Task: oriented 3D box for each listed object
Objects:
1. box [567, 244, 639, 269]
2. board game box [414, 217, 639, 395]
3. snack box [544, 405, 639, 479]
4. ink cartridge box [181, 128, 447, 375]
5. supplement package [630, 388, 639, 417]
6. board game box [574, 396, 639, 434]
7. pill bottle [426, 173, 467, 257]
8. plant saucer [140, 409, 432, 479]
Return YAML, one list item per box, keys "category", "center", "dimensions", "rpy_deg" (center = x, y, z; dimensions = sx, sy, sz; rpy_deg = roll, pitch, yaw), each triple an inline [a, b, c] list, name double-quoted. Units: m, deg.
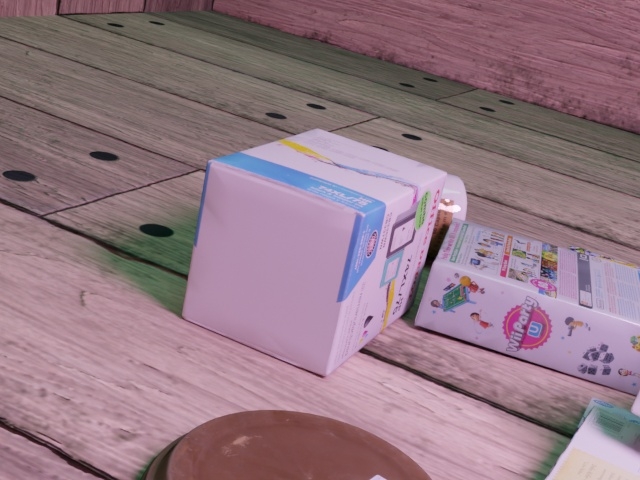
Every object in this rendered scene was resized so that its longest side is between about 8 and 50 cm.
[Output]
- category: "box"
  center: [0.450, 0.063, 1.489]
  dimensions: [0.169, 0.054, 0.059]
  rpy_deg: [18, 20, 17]
- category: "board game box"
  center: [0.296, 0.079, 1.292]
  dimensions: [0.303, 0.097, 0.224]
  rpy_deg: [18, 19, 9]
- category: "snack box"
  center: [0.277, 0.259, 0.839]
  dimensions: [0.187, 0.060, 0.322]
  rpy_deg: [23, 22, 23]
- category: "ink cartridge box"
  center: [0.000, 0.000, 1.173]
  dimensions: [0.197, 0.198, 0.270]
  rpy_deg: [20, 22, 21]
- category: "supplement package"
  center: [0.425, 0.155, 0.974]
  dimensions: [0.134, 0.139, 0.244]
  rpy_deg: [25, -3, 35]
- category: "board game box"
  center: [0.329, 0.210, 1.065]
  dimensions: [0.090, 0.020, 0.090]
  rpy_deg: [20, 22, 20]
- category: "pill bottle"
  center: [0.091, -0.051, 1.465]
  dimensions: [0.229, 0.131, 0.131]
  rpy_deg: [8, 20, -12]
- category: "plant saucer"
  center: [-0.012, 0.218, 0.810]
  dimensions: [0.278, 0.041, 0.278]
  rpy_deg: [12, 19, -4]
